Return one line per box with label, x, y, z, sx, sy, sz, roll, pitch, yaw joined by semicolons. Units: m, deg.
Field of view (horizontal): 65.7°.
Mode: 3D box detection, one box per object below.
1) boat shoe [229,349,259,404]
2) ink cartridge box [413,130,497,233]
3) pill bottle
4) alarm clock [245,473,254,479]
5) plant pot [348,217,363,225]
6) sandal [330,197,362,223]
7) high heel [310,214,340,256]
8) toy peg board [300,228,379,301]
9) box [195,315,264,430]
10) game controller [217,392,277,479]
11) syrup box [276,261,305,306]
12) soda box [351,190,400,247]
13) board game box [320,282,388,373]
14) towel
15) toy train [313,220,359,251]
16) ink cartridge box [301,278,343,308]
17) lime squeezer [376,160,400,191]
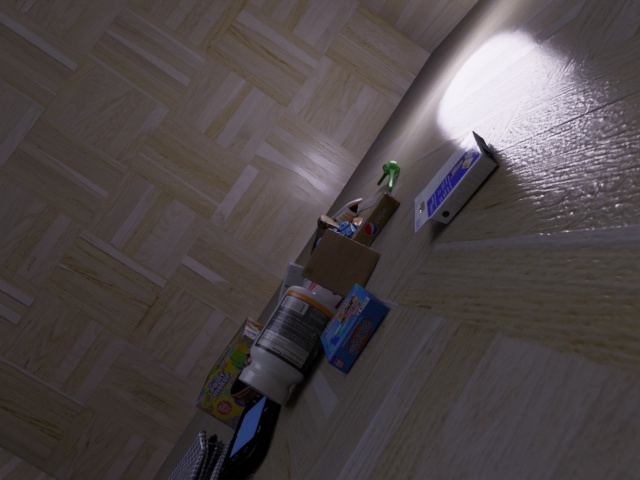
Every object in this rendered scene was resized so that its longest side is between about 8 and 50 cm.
boat shoe;-0.169;0.376;1.499;0.324;0.117;0.123;-59;31;14
ink cartridge box;0.276;-0.118;1.048;0.208;0.045;0.206;-52;7;26
pill bottle;-0.083;0.271;1.293;0.278;0.162;0.162;-58;6;-20
alarm clock;-0.203;0.583;1.084;0.192;0.064;0.129;-52;6;9
plant pot;0.092;-0.001;2.007;0.236;0.032;0.236;-56;5;8
sandal;0.103;-0.096;2.205;0.265;0.076;0.102;-38;-8;37
high heel;0.000;0.000;1.944;0.186;0.093;0.261;-50;-18;5
toy peg board;0.050;0.079;1.344;0.161;0.161;0.079;-59;-9;-30
box;-0.273;0.459;1.754;0.289;0.177;0.279;-56;6;1
game controller;-0.179;0.498;1.319;0.166;0.067;0.319;-54;7;18
syrup box;-0.107;0.209;1.863;0.093;0.097;0.236;-137;64;-86
soda box;0.172;-0.064;1.553;0.181;0.058;0.061;-56;6;11
board game box;0.068;0.185;1.092;0.160;0.047;0.210;-57;6;1
towel;-0.397;0.743;1.493;0.283;0.121;0.235;-55;7;15
toy train;0.060;0.009;1.719;0.184;0.080;0.105;-35;28;15
ink cartridge box;0.011;0.140;1.540;0.172;0.100;0.237;-53;7;26
lime squeezer;0.269;-0.253;1.918;0.310;0.059;0.109;-101;15;-80
